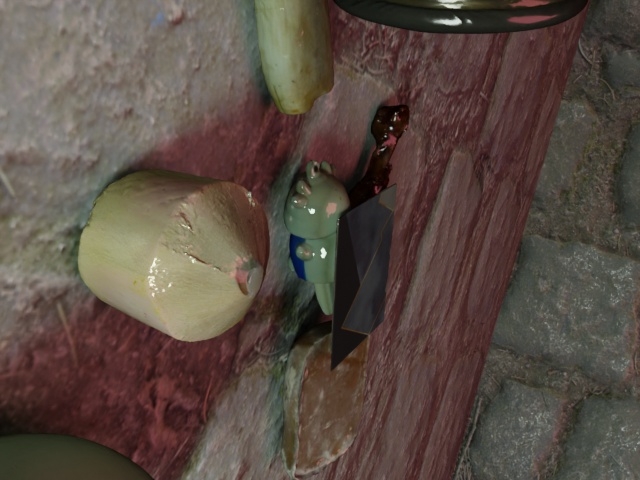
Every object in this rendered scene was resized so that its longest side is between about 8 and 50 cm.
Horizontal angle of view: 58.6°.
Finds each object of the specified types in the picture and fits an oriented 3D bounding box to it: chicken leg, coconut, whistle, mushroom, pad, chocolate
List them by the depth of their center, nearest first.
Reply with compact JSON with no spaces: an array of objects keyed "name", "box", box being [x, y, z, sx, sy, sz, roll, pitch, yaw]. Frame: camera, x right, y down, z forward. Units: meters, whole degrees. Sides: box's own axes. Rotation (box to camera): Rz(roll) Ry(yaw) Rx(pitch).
[{"name":"coconut","box":[-0.118,0.013,0.507,0.147,0.152,0.147,-35,132,-52]},{"name":"mushroom","box":[-0.036,-0.281,0.583,0.100,0.081,0.312,-45,146,-33]},{"name":"whistle","box":[0.000,0.000,0.781,0.110,0.092,0.245,-48,141,-42]},{"name":"pad","box":[0.062,0.052,0.815,0.163,0.004,0.243,-33,132,-49]},{"name":"chicken leg","box":[0.083,-0.084,0.907,0.113,0.093,0.305,76,29,-72]},{"name":"chocolate","box":[-0.006,0.241,0.913,0.156,0.080,0.254,-15,117,-43]}]

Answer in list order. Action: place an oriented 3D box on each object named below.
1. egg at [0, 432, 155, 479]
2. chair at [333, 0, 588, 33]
[{"name":"egg","box":[-0.207,0.253,0.420,0.203,0.202,0.283,-57,149,-28]},{"name":"chair","box":[0.162,-0.458,0.580,0.364,0.361,0.410,-45,146,-43]}]
